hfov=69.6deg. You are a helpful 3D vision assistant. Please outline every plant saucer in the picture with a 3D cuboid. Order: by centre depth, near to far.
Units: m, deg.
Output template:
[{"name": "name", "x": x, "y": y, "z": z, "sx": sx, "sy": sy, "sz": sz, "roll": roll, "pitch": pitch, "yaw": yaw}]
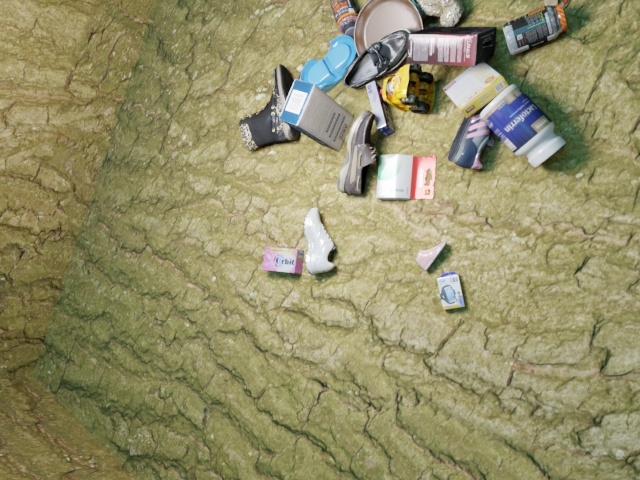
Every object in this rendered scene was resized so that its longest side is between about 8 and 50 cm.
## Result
[{"name": "plant saucer", "x": 0.283, "y": -0.843, "z": 1.894, "sx": 0.311, "sy": 0.050, "sz": 0.310, "roll": 17, "pitch": 122, "yaw": 28}]

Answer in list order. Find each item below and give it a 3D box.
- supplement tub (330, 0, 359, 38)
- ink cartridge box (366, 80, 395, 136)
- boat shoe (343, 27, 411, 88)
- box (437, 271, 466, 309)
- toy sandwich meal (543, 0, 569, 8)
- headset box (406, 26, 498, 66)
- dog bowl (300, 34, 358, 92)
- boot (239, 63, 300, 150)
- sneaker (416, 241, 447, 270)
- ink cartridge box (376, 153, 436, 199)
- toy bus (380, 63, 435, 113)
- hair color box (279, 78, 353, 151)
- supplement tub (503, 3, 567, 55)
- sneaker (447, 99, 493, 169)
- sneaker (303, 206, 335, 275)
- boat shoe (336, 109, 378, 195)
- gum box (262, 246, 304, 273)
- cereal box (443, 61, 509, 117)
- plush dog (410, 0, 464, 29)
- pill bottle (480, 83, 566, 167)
[{"name": "supplement tub", "x": 0.115, "y": -1.001, "z": 2.051, "sx": 0.106, "sy": 0.106, "sz": 0.197, "roll": -25, "pitch": 71, "yaw": 26}, {"name": "ink cartridge box", "x": 0.248, "y": -0.544, "z": 1.907, "sx": 0.046, "sy": 0.097, "sz": 0.206, "roll": -20, "pitch": 73, "yaw": 27}, {"name": "boat shoe", "x": 0.221, "y": -0.736, "z": 1.888, "sx": 0.340, "sy": 0.113, "sz": 0.127, "roll": -22, "pitch": 99, "yaw": 41}, {"name": "box", "x": 0.481, "y": 0.184, "z": 1.699, "sx": 0.081, "sy": 0.028, "sz": 0.136, "roll": -16, "pitch": 77, "yaw": 28}, {"name": "toy sandwich meal", "x": 0.839, "y": -0.856, "z": 1.642, "sx": 0.086, "sy": 0.029, "sz": 0.085, "roll": -5, "pitch": 80, "yaw": 30}, {"name": "headset box", "x": 0.499, "y": -0.722, "z": 1.706, "sx": 0.294, "sy": 0.218, "sz": 0.110, "roll": 17, "pitch": 127, "yaw": 32}, {"name": "dog bowl", "x": 0.049, "y": -0.782, "z": 2.076, "sx": 0.297, "sy": 0.074, "sz": 0.165, "roll": -35, "pitch": 67, "yaw": 23}, {"name": "boot", "x": -0.250, "y": -0.623, "z": 2.199, "sx": 0.285, "sy": 0.138, "sz": 0.376, "roll": -14, "pitch": 81, "yaw": 29}, {"name": "sneaker", "x": 0.414, "y": 0.044, "z": 1.745, "sx": 0.070, "sy": 0.051, "sz": 0.134, "roll": 43, "pitch": 109, "yaw": 23}, {"name": "ink cartridge box", "x": 0.339, "y": -0.253, "z": 1.836, "sx": 0.225, "sy": 0.056, "sz": 0.180, "roll": 2, "pitch": 84, "yaw": 33}, {"name": "toy bus", "x": 0.317, "y": -0.589, "z": 1.809, "sx": 0.212, "sy": 0.220, "sz": 0.149, "roll": 9, "pitch": 92, "yaw": 38}, {"name": "hair color box", "x": -0.008, "y": -0.508, "z": 1.907, "sx": 0.105, "sy": 0.347, "sz": 0.173, "roll": 27, "pitch": 96, "yaw": 31}, {"name": "supplement tub", "x": 0.755, "y": -0.745, "z": 1.625, "sx": 0.191, "sy": 0.117, "sz": 0.116, "roll": -15, "pitch": 75, "yaw": 28}, {"name": "sneaker", "x": 0.588, "y": -0.408, "z": 1.699, "sx": 0.131, "sy": 0.112, "sz": 0.318, "roll": 26, "pitch": 87, "yaw": -4}, {"name": "sneaker", "x": 0.000, "y": 0.000, "z": 1.985, "sx": 0.130, "sy": 0.111, "sz": 0.296, "roll": -7, "pitch": 82, "yaw": 14}, {"name": "boat shoe", "x": 0.176, "y": -0.349, "z": 1.887, "sx": 0.130, "sy": 0.132, "sz": 0.355, "roll": 23, "pitch": 118, "yaw": 17}, {"name": "gum box", "x": -0.173, "y": 0.089, "z": 2.080, "sx": 0.189, "sy": 0.062, "sz": 0.107, "roll": 3, "pitch": 84, "yaw": 31}, {"name": "cereal box", "x": 0.559, "y": -0.558, "z": 1.682, "sx": 0.173, "sy": 0.047, "sz": 0.240, "roll": -36, "pitch": 30, "yaw": 21}, {"name": "plush dog", "x": 0.418, "y": -0.959, "z": 1.834, "sx": 0.225, "sy": 0.211, "sz": 0.262, "roll": -19, "pitch": 72, "yaw": 52}, {"name": "pill bottle", "x": 0.686, "y": -0.384, "z": 1.561, "sx": 0.153, "sy": 0.153, "sz": 0.264, "roll": -43, "pitch": 83, "yaw": 18}]
